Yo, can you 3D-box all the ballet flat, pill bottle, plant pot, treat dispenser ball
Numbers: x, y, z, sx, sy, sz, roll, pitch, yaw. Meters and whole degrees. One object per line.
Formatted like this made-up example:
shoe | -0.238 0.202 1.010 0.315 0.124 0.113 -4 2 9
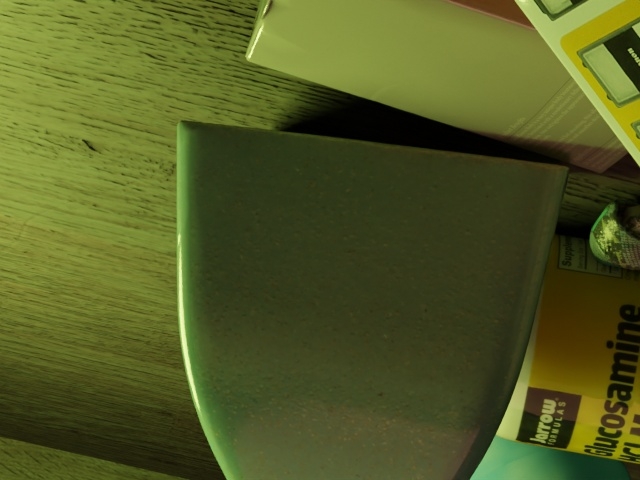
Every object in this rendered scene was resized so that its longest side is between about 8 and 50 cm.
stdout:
ballet flat | 0.313 0.001 0.900 0.189 0.070 0.070 6 158 4
pill bottle | 0.247 0.095 0.982 0.334 0.187 0.188 8 158 8
plant pot | 0.034 0.057 0.810 0.248 0.252 0.247 7 -177 10
treat dispenser ball | 0.262 0.350 1.461 0.288 0.288 0.288 10 158 4

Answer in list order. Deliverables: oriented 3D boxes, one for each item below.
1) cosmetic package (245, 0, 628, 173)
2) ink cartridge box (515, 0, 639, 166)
cosmetic package | 0.088 -0.133 0.635 0.238 0.107 0.127 20 157 -11
ink cartridge box | 0.175 -0.108 0.428 0.309 0.130 0.272 51 149 -7
